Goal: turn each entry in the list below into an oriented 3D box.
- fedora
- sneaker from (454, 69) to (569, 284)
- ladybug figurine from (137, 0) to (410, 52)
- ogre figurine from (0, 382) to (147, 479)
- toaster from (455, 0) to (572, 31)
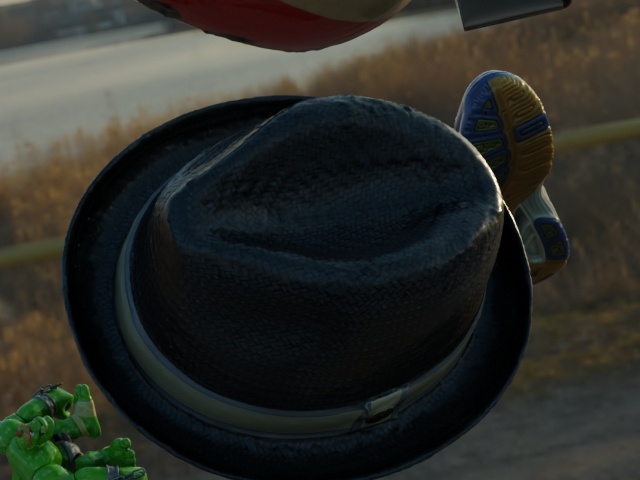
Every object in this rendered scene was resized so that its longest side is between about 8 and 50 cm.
[{"bbox_3d":[0.000,0.000,1.047,0.334,0.334,0.152,-14,-24,-21],"label":"fedora"},{"bbox_3d":[0.188,-0.081,1.720,0.112,0.296,0.131,-20,45,-4],"label":"sneaker"},{"bbox_3d":[-0.103,-0.304,1.504,0.449,0.162,0.305,21,28,-26],"label":"ladybug figurine"},{"bbox_3d":[-0.284,0.231,1.729,0.118,0.197,0.097,-18,-32,-34],"label":"ogre figurine"},{"bbox_3d":[0.155,-0.295,1.398,0.110,0.186,0.168,-14,50,6],"label":"toaster"}]
